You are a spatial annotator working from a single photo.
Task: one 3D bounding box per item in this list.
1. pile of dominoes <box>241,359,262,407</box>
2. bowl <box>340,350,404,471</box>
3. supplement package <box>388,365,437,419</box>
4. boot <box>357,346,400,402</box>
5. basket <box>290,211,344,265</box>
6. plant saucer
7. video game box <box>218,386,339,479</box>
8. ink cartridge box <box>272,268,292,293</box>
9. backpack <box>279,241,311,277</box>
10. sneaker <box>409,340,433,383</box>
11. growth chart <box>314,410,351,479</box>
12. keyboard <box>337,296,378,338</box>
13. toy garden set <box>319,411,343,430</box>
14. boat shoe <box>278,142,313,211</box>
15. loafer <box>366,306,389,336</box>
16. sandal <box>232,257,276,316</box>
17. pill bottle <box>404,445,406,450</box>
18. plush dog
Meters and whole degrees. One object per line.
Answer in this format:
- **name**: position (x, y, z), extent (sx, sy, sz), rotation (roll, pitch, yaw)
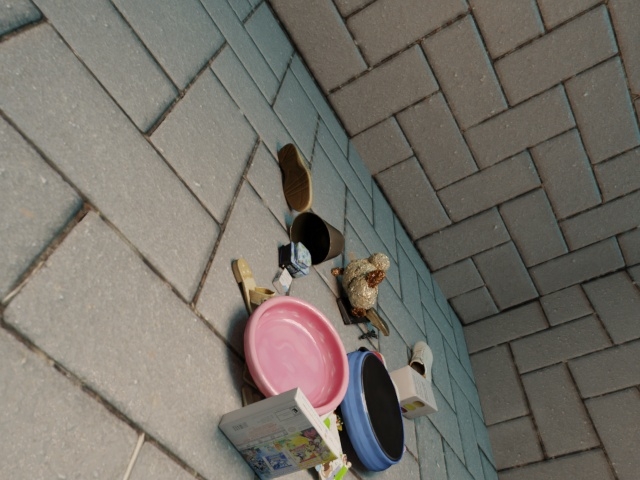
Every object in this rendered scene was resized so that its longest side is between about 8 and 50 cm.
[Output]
- **pile of dominoes**: position (-0.127, 0.414, 1.312), extent (0.251, 0.040, 0.196), rotation (44, 28, -27)
- **bowl**: position (0.180, 0.559, 1.667), extent (0.391, 0.077, 0.391), rotation (52, 26, -38)
- **supplement package**: position (0.376, 0.648, 2.108), extent (0.244, 0.139, 0.134), rotation (43, 29, -44)
- **boot**: position (0.215, 0.533, 1.923), extent (0.176, 0.088, 0.244), rotation (37, 26, -51)
- **basket**: position (0.000, 0.000, 1.914), extent (0.227, 0.154, 0.204), rotation (12, 57, -70)
- **plant saucer**: position (-0.071, 0.312, 1.326), extent (0.332, 0.084, 0.332), rotation (28, 41, -27)
- **video game box**: position (-0.089, 0.434, 1.104), extent (0.187, 0.205, 0.048), rotation (60, 19, -16)
- **ink cartridge box**: position (-0.123, 0.132, 1.620), extent (0.048, 0.028, 0.083), rotation (59, 21, -17)
- **backpack**: position (-0.080, 0.070, 1.720), extent (0.114, 0.084, 0.105), rotation (50, 27, -42)
- **sneaker**: position (0.509, 0.606, 2.526), extent (0.123, 0.106, 0.290), rotation (56, 23, -30)
- **growth chart**: position (0.025, 0.585, 1.385), extent (0.172, 0.021, 0.237), rotation (-36, 117, -59)
- **keyboard**: position (0.166, 0.333, 2.106), extent (0.317, 0.033, 0.201), rotation (13, 48, -64)
- **toy garden set**: position (0.009, 0.452, 1.477), extent (0.244, 0.049, 0.204), rotation (60, 17, -52)
- **boat shoe**: position (-0.081, -0.247, 2.027), extent (0.110, 0.121, 0.341), rotation (37, 33, -51)
- **loafer**: position (0.246, 0.355, 2.148), extent (0.148, 0.050, 0.056), rotation (56, 21, -3)
- **sandal**: position (-0.167, 0.153, 1.413), extent (0.240, 0.079, 0.088), rotation (65, 20, 0)
- **pill bottle**: position (0.288, 0.766, 1.889), extent (0.083, 0.043, 0.043), rotation (61, 21, -11)
- **plush dog**: position (0.164, 0.181, 2.010), extent (0.210, 0.262, 0.225), rotation (14, 21, -14)
